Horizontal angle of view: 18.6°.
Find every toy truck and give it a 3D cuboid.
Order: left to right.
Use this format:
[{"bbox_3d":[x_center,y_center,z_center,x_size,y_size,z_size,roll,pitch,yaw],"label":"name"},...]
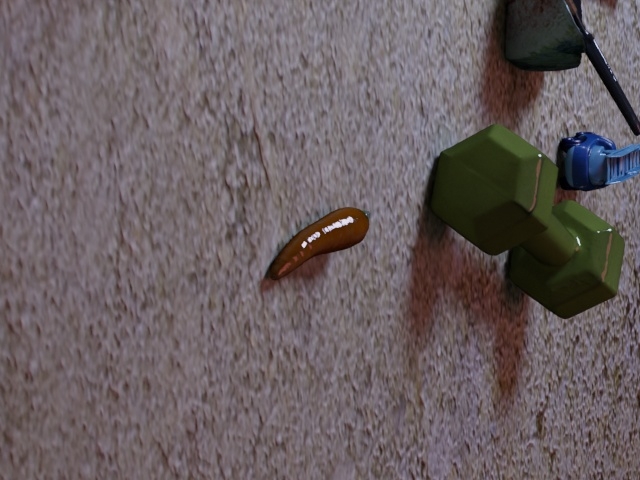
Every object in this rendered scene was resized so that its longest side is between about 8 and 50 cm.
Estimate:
[{"bbox_3d":[0.317,-0.090,2.158,0.136,0.074,0.063,-26,117,-60],"label":"toy truck"}]

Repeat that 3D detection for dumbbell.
[{"bbox_3d":[0.210,-0.014,1.929,0.108,0.121,0.302,-52,148,1],"label":"dumbbell"}]

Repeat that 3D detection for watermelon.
[{"bbox_3d":[0.227,-0.213,1.976,0.180,0.081,0.094,72,15,-65],"label":"watermelon"}]

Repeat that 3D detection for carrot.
[{"bbox_3d":[0.000,0.000,1.612,0.142,0.035,0.035,-27,119,-50],"label":"carrot"}]

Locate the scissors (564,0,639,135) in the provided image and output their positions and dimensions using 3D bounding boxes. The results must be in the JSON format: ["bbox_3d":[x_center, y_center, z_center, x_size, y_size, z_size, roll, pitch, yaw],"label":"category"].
[{"bbox_3d":[0.268,-0.202,1.965,0.220,0.017,0.088,61,0,6],"label":"scissors"}]

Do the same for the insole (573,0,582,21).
[{"bbox_3d":[0.253,-0.356,2.059,0.119,0.009,0.348,-32,123,-55],"label":"insole"}]
